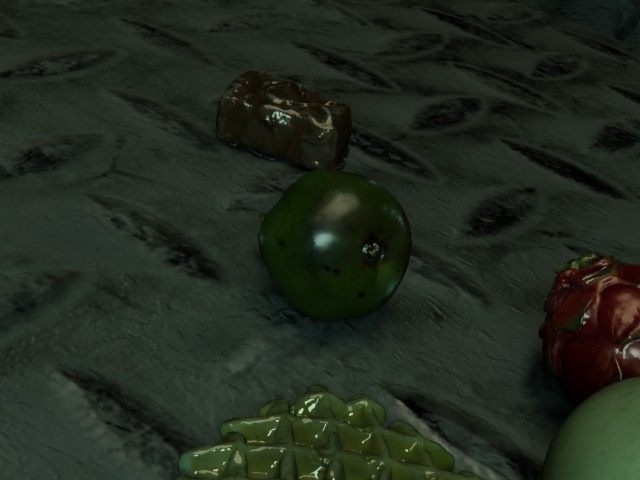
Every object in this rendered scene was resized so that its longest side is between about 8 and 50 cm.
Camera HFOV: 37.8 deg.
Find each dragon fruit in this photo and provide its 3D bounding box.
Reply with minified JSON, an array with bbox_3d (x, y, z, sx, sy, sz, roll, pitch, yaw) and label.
[{"bbox_3d":[0.358,0.127,1.036,0.193,0.192,0.274,-40,70,-19],"label":"dragon fruit"}]

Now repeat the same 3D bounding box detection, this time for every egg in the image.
[{"bbox_3d":[0.293,0.231,0.786,0.218,0.218,0.295,22,14,16],"label":"egg"}]

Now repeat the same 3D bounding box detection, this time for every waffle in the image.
[{"bbox_3d":[0.028,0.238,0.829,0.292,0.056,0.309,35,30,27],"label":"waffle"}]

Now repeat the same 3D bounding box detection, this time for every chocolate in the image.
[{"bbox_3d":[-0.050,-0.195,1.494,0.214,0.093,0.148,16,33,6],"label":"chocolate"}]

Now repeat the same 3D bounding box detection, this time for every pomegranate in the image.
[{"bbox_3d":[0.001,0.001,1.138,0.187,0.187,0.225,-12,14,-35],"label":"pomegranate"}]
